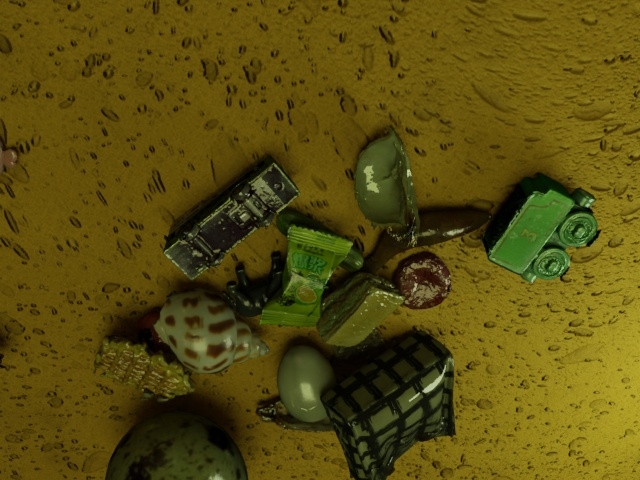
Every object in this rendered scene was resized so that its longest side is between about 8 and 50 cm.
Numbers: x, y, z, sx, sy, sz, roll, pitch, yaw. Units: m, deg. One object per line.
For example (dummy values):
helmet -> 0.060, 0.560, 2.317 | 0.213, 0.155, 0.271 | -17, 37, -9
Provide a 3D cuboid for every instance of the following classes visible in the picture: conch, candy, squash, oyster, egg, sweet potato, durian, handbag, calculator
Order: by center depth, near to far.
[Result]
calculator -> -0.705, -0.181, 1.276 | 0.165, 0.024, 0.103 | 10, 119, -7
durian -> 0.147, -0.106, 1.303 | 0.144, 0.139, 0.252 | -3, 88, -8
candy -> -0.034, 0.091, 1.370 | 0.149, 0.069, 0.246 | 14, 114, -17
squash -> 0.000, 0.000, 1.405 | 0.228, 0.066, 0.066 | 31, 114, -21
sweet potato -> 0.216, -0.006, 1.407 | 0.346, 0.079, 0.108 | -24, 131, 14
conch -> -0.248, 0.226, 1.460 | 0.275, 0.148, 0.183 | 15, 107, -47
egg -> -0.034, 0.358, 1.562 | 0.151, 0.151, 0.209 | -15, 114, 5
handbag -> 0.188, 0.441, 1.567 | 0.325, 0.162, 0.327 | -29, 128, -21
egg -> -0.353, 0.632, 1.595 | 0.345, 0.345, 0.428 | -23, 129, 10
oyster -> -0.001, 0.449, 1.671 | 0.344, 0.078, 0.129 | -5, 100, 1

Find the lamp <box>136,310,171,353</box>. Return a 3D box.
lamp -> -0.391, 0.222, 1.493 | 0.107, 0.092, 0.108 | 10, 111, 29

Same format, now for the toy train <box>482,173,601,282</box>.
toy train -> 0.488, -0.026, 1.387 | 0.188, 0.132, 0.243 | 26, 116, -8

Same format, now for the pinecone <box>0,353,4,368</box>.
pinecone -> -0.826, 0.277, 1.455 | 0.173, 0.174, 0.174 | -2, 121, -3

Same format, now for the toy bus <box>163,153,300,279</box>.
toy bus -> -0.191, -0.055, 1.322 | 0.301, 0.139, 0.113 | -37, 117, 8

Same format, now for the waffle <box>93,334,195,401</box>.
waffle -> -0.435, 0.305, 1.500 | 0.280, 0.060, 0.262 | 1, 138, 26

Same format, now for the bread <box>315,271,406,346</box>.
bread -> 0.086, 0.157, 1.458 | 0.196, 0.102, 0.138 | -46, 145, 21

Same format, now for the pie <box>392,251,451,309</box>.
pie -> 0.243, 0.101, 1.493 | 0.153, 0.038, 0.154 | -1, 119, -2

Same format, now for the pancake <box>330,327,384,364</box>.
pancake -> 0.094, 0.265, 1.589 | 0.139, 0.022, 0.140 | -2, 121, -3

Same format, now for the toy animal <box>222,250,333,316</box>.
toy animal -> -0.095, 0.103, 1.451 | 0.269, 0.082, 0.137 | -11, 124, -5
